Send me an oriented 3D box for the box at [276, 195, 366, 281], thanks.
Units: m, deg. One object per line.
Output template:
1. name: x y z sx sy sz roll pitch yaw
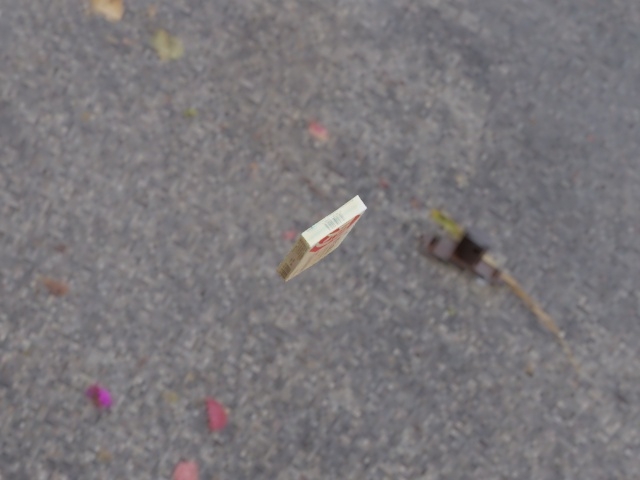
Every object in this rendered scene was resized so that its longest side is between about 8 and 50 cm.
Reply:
1. box: 0.000 0.000 1.161 0.058 0.093 0.015 -35 83 -22
